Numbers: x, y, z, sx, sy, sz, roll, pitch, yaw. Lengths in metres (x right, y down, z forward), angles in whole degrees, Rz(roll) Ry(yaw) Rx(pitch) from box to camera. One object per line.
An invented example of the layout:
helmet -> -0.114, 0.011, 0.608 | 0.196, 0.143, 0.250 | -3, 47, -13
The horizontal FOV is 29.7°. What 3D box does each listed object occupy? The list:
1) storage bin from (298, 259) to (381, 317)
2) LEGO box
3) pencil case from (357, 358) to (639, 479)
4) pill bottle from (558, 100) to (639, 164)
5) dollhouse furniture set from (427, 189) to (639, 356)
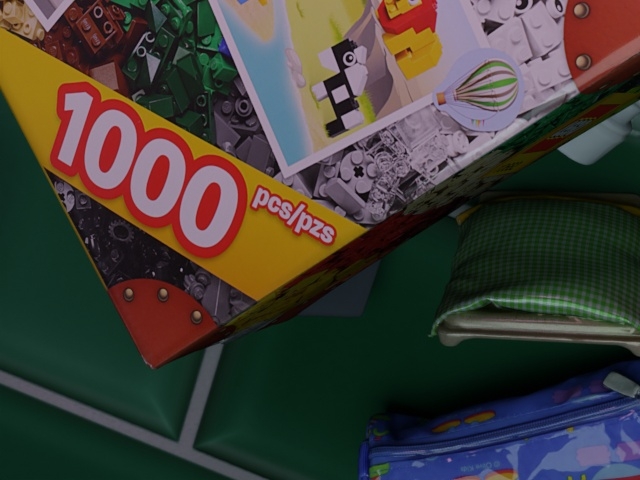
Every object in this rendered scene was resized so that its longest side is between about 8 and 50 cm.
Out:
storage bin -> 0.000, 0.000, 0.997 | 0.091, 0.098, 0.135 | 9, 117, -19
LEGO box -> -0.045, -0.232, 0.763 | 0.372, 0.193, 0.500 | -34, 80, 25
pencil case -> 0.177, 0.175, 0.997 | 0.306, 0.119, 0.133 | -15, 136, 20
pill bottle -> 0.248, -0.179, 0.815 | 0.152, 0.152, 0.272 | 45, 115, -6
dollhouse furniture set -> 0.235, -0.029, 0.855 | 0.301, 0.197, 0.151 | 2, 114, 14
